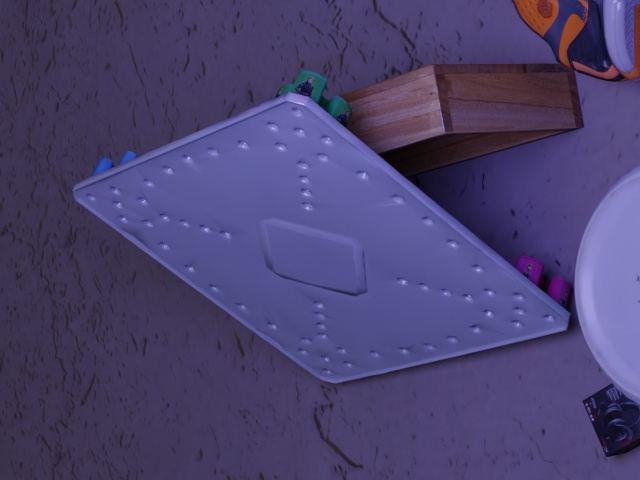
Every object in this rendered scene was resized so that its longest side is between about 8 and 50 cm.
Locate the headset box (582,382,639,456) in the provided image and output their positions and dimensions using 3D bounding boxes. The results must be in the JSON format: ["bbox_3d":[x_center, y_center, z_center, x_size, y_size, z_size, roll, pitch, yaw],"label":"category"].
[{"bbox_3d":[0.303,0.165,1.827,0.083,0.032,0.062,-38,66,44],"label":"headset box"}]

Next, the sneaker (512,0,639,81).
[{"bbox_3d":[0.245,-0.312,1.762,0.180,0.125,0.321,15,107,51],"label":"sneaker"}]

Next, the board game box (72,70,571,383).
[{"bbox_3d":[0.000,0.000,1.920,0.390,0.390,0.050,-18,41,49],"label":"board game box"}]

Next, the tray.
[{"bbox_3d":[0.048,-0.105,1.952,0.411,0.203,0.076,-16,82,47],"label":"tray"}]

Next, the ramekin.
[{"bbox_3d":[0.348,0.039,1.681,0.273,0.127,0.273,-1,88,46],"label":"ramekin"}]
